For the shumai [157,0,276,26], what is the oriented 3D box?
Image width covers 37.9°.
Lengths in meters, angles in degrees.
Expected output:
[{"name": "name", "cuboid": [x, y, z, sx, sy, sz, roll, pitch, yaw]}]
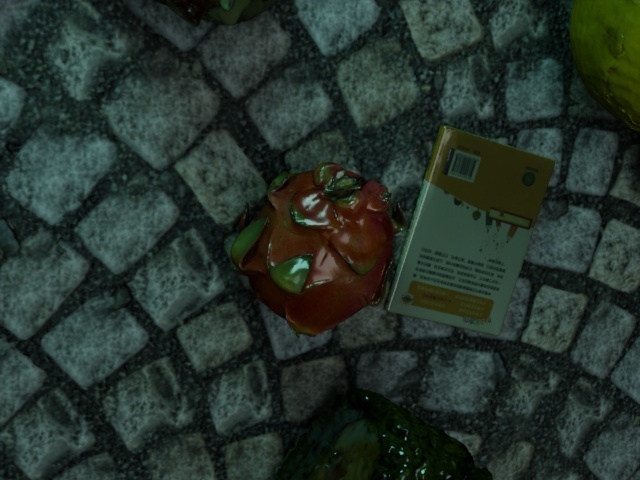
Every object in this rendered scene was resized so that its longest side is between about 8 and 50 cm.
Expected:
[{"name": "shumai", "cuboid": [-0.145, -0.363, 1.131, 0.256, 0.218, 0.189, 12, 106, -21]}]

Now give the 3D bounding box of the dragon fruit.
[{"name": "dragon fruit", "cuboid": [-0.002, 0.004, 1.261, 0.224, 0.224, 0.227, 18, 100, -22]}]

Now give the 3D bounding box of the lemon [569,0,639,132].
[{"name": "lemon", "cuboid": [0.530, -0.319, 1.313, 0.350, 0.387, 0.349, 11, 130, 13]}]

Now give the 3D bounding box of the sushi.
[{"name": "sushi", "cuboid": [0.046, 0.390, 1.314, 0.178, 0.294, 0.351, 33, 91, -26]}]

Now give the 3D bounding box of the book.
[{"name": "book", "cuboid": [0.233, -0.010, 1.442, 0.208, 0.020, 0.295, 15, 96, -22]}]
